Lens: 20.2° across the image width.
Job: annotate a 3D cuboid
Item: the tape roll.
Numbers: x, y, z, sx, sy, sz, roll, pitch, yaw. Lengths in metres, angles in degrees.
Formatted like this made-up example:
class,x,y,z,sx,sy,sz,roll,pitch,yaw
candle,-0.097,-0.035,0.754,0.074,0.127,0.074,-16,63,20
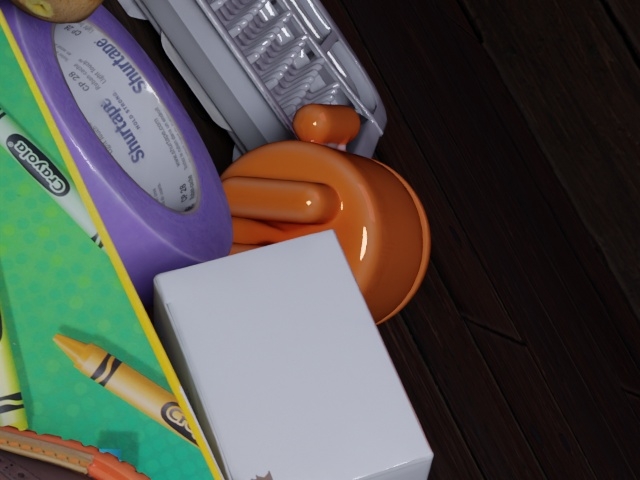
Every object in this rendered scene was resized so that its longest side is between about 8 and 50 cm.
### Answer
class,x,y,z,sx,sy,sz,roll,pitch,yaw
tape roll,-0.134,-0.048,0.965,0.189,0.080,0.189,52,15,-21

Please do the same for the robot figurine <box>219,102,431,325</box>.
class,x,y,z,sx,sy,sz,roll,pitch,yaw
robot figurine,-0.001,0.002,1.197,0.158,0.128,0.219,59,16,13

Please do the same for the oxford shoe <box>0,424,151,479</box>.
class,x,y,z,sx,sy,sz,roll,pitch,yaw
oxford shoe,-0.130,0.102,0.562,0.271,0.097,0.098,30,23,6

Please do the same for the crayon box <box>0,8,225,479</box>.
class,x,y,z,sx,sy,sz,roll,pitch,yaw
crayon box,-0.120,0.029,0.737,0.278,0.081,0.165,62,-10,18

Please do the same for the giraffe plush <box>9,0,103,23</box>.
class,x,y,z,sx,sy,sz,roll,pitch,yaw
giraffe plush,-0.144,-0.176,0.849,0.170,0.210,0.181,26,61,-6

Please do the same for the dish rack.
class,x,y,z,sx,sy,sz,roll,pitch,yaw
dish rack,-0.062,-0.166,1.437,0.285,0.072,0.333,56,15,-11

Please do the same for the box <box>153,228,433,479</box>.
class,x,y,z,sx,sy,sz,roll,pitch,yaw
box,-0.019,0.100,0.865,0.170,0.091,0.130,98,-27,-57
